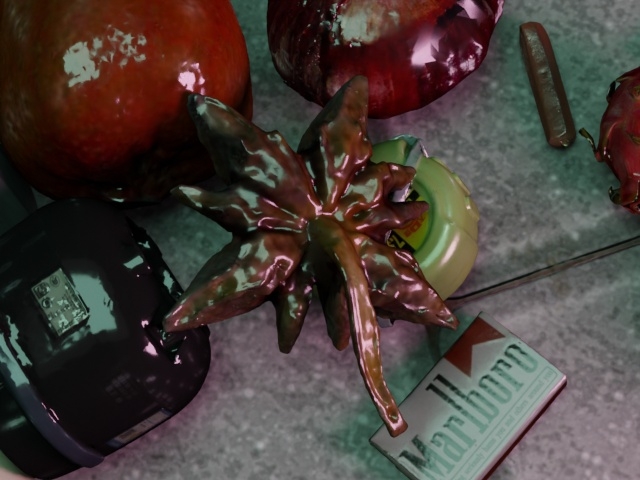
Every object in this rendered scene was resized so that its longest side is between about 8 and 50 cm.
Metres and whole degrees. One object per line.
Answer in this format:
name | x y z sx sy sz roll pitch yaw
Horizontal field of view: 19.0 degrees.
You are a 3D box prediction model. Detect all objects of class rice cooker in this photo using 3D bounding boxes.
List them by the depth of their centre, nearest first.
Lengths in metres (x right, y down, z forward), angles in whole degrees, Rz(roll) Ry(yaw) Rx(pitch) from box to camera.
rice cooker | -0.242 0.093 1.882 0.224 0.267 0.267 -33 68 3

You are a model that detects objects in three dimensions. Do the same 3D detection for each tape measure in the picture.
tape measure | 0.074 -0.006 1.938 0.175 0.106 0.200 35 84 28

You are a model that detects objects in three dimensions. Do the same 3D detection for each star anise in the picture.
star anise | -0.002 0.000 1.820 0.292 0.109 0.349 8 77 0

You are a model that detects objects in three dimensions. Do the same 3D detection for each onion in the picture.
onion | 0.058 -0.249 1.968 0.252 0.219 0.252 -2 63 3

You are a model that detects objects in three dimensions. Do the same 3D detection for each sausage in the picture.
sausage | 0.238 -0.162 2.001 0.030 0.035 0.147 -7 70 -14

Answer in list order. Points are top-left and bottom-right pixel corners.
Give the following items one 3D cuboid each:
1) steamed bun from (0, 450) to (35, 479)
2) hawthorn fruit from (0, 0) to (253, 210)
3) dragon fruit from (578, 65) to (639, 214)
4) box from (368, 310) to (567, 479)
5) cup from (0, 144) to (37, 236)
steamed bun | -0.432 0.296 1.868 0.324 0.206 0.324 -3 69 8
hawthorn fruit | -0.203 -0.182 1.947 0.295 0.295 0.311 4 95 11
dragon fruit | 0.341 -0.102 1.918 0.136 0.133 0.166 -12 59 52
box | 0.147 0.171 1.898 0.115 0.036 0.177 38 81 21
cup | -0.455 -0.096 1.946 0.237 0.327 0.323 -22 67 2
